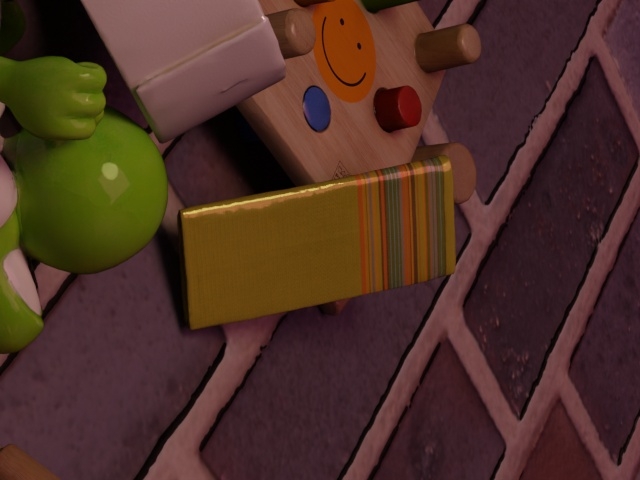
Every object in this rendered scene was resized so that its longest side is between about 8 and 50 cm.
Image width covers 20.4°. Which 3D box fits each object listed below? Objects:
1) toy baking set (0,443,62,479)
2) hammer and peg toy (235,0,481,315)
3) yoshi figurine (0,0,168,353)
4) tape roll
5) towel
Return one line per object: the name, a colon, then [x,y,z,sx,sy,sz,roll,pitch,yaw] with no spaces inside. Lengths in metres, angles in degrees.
toy baking set: [-0.186,0.197,1.082,0.256,0.030,0.197,34,21,3]
hammer and peg toy: [0.038,-0.117,1.515,0.361,0.127,0.266,54,43,-34]
yoshi figurine: [-0.205,-0.115,1.120,0.203,0.203,0.362,-41,119,-58]
tape roll: [-0.130,-0.208,1.181,0.286,0.100,0.286,61,-3,6]
towel: [0.000,0.000,1.405,0.237,0.021,0.102,-12,111,-23]
